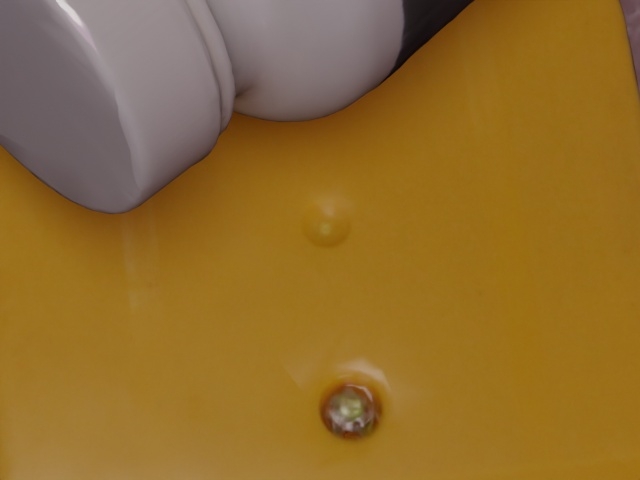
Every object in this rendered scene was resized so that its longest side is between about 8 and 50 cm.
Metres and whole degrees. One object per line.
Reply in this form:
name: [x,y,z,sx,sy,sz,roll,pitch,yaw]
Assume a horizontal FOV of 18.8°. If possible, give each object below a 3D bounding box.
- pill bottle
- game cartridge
pill bottle: [0.002,-0.156,0.723,0.318,0.176,0.176,-42,102,-24]
game cartridge: [0.000,0.000,0.801,0.285,0.052,0.323,-5,71,-7]
